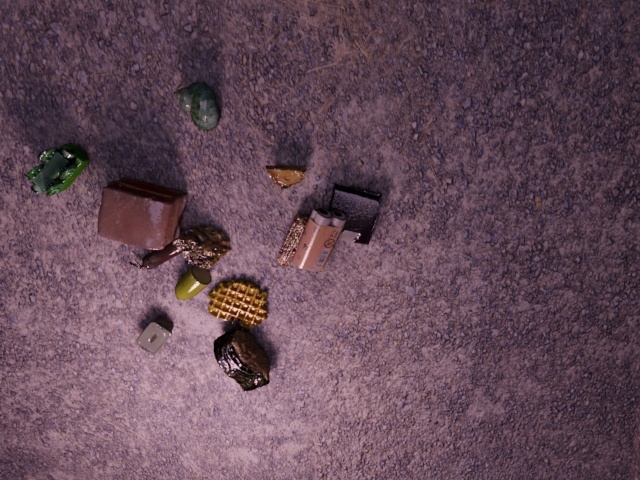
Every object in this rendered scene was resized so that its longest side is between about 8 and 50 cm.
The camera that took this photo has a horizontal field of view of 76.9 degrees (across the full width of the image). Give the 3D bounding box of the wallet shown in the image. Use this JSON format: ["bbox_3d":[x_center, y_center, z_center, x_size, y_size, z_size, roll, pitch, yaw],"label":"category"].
[{"bbox_3d":[0.143,-0.113,1.820,0.220,0.071,0.262,10,116,-5],"label":"wallet"}]

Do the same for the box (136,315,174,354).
[{"bbox_3d":[-0.813,0.462,1.998,0.124,0.093,0.172,39,105,-13],"label":"box"}]

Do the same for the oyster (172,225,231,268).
[{"bbox_3d":[-0.527,0.027,1.831,0.222,0.083,0.214,-34,119,-13],"label":"oyster"}]

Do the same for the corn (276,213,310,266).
[{"bbox_3d":[-0.122,0.004,1.843,0.092,0.092,0.281,25,108,-9],"label":"corn"}]

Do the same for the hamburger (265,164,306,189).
[{"bbox_3d":[-0.153,-0.277,1.753,0.175,0.087,0.102,1,122,-9],"label":"hamburger"}]

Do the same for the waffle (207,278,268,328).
[{"bbox_3d":[-0.399,0.320,1.967,0.309,0.065,0.283,-19,108,7],"label":"waffle"}]

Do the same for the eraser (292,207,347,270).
[{"bbox_3d":[0.000,0.000,1.800,0.171,0.087,0.291,4,126,-29],"label":"eraser"}]

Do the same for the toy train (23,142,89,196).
[{"bbox_3d":[-1.087,-0.295,1.677,0.243,0.188,0.132,-41,106,14],"label":"toy train"}]

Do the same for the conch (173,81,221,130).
[{"bbox_3d":[-0.492,-0.546,1.632,0.188,0.122,0.176,41,129,-10],"label":"conch"}]

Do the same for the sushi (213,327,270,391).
[{"bbox_3d":[-0.378,0.589,1.992,0.170,0.211,0.350,-30,113,5],"label":"sushi"}]

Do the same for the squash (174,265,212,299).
[{"bbox_3d":[-0.613,0.213,1.902,0.123,0.123,0.186,43,107,-14],"label":"squash"}]

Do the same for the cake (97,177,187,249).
[{"bbox_3d":[-0.763,-0.118,1.723,0.308,0.237,0.230,13,106,-3],"label":"cake"}]

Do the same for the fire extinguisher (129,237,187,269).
[{"bbox_3d":[-0.750,0.067,1.867,0.267,0.072,0.089,-27,128,9],"label":"fire extinguisher"}]
